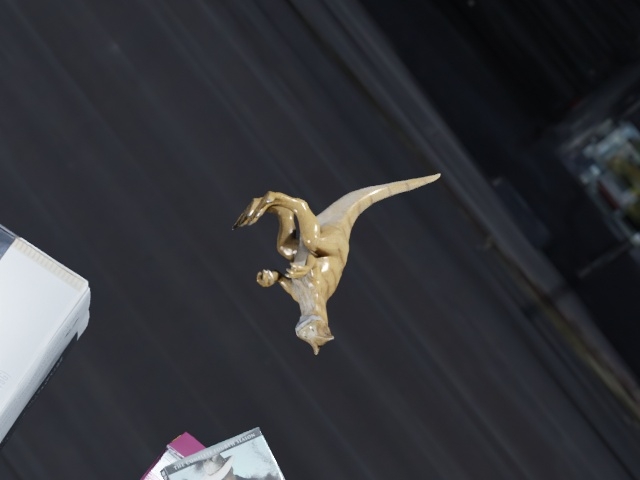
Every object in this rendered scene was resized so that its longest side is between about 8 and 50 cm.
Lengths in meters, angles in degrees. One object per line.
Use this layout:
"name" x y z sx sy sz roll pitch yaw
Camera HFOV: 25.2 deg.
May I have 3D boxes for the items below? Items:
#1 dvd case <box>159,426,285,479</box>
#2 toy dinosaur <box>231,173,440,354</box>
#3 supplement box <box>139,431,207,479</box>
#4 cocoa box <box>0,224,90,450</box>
"dvd case" -0.056 0.207 1.065 0.087 0.119 0.013 -18 162 -32
"toy dinosaur" 0.000 0.000 1.041 0.064 0.112 0.211 -43 -165 45
"supplement box" -0.129 0.210 1.203 0.083 0.043 0.055 -52 173 10
"cocoa box" -0.354 0.123 1.026 0.347 0.228 0.231 -57 -178 -14
